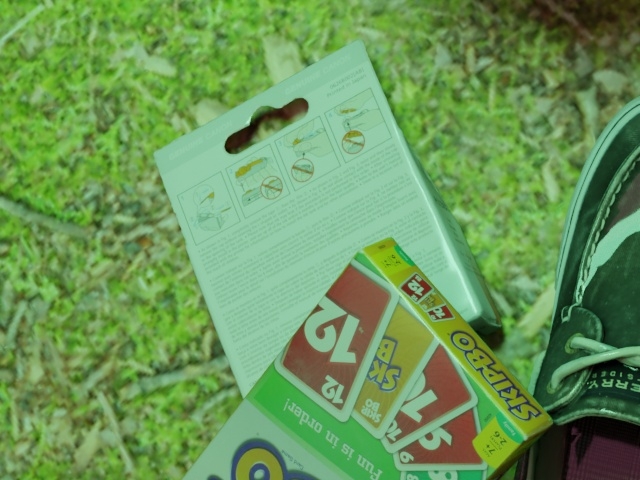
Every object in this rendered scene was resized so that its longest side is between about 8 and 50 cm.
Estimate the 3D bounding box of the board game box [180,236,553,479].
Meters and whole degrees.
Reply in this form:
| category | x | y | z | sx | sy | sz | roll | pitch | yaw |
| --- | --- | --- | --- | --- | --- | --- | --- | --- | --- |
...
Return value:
| category | x | y | z | sx | sy | sz | roll | pitch | yaw |
| --- | --- | --- | --- | --- | --- | --- | --- | --- | --- |
| board game box | 0.002 | 0.129 | 0.949 | 0.124 | 0.039 | 0.259 | 49 | 129 | 17 |

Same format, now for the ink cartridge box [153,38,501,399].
| category | x | y | z | sx | sy | sz | roll | pitch | yaw |
| --- | --- | --- | --- | --- | --- | --- | --- | --- | --- |
| ink cartridge box | 0.000 | 0.000 | 1.019 | 0.145 | 0.045 | 0.179 | -28 | 66 | 15 |

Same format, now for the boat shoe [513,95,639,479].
| category | x | y | z | sx | sy | sz | roll | pitch | yaw |
| --- | --- | --- | --- | --- | --- | --- | --- | --- | --- |
| boat shoe | 0.162 | 0.086 | 0.907 | 0.121 | 0.119 | 0.335 | 5 | 87 | 19 |
